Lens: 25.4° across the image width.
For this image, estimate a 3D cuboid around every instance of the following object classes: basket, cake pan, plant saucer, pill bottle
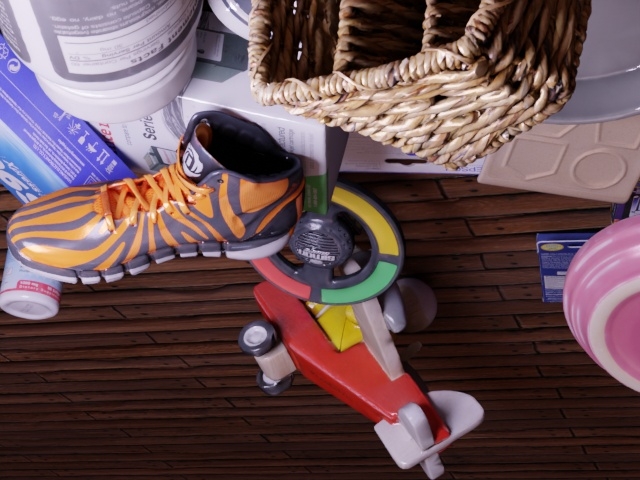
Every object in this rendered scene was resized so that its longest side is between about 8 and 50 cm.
[{"bbox_3d":[0.086,-0.243,1.185,0.223,0.299,0.213,18,152,-28],"label":"basket"},{"bbox_3d":[0.277,-0.220,1.474,0.293,0.054,0.293,1,152,0],"label":"cake pan"},{"bbox_3d":[0.486,0.106,1.892,0.332,0.084,0.332,10,134,11],"label":"plant saucer"},{"bbox_3d":[-0.409,0.027,2.049,0.087,0.160,0.087,4,156,2],"label":"pill bottle"},{"bbox_3d":[-0.214,-0.267,1.306,0.204,0.204,0.361,4,156,2],"label":"pill bottle"}]

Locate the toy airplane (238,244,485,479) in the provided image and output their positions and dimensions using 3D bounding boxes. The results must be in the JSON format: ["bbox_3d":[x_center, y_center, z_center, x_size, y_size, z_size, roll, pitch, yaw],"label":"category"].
[{"bbox_3d":[0.098,0.173,2.154,0.384,0.272,0.386,46,159,-11],"label":"toy airplane"}]

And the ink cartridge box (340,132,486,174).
[{"bbox_3d":[0.098,-0.145,1.711,0.206,0.045,0.208,2,154,9],"label":"ink cartridge box"}]

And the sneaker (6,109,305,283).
[{"bbox_3d":[-0.170,-0.057,1.493,0.321,0.124,0.180,-9,150,-16],"label":"sneaker"}]

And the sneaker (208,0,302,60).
[{"bbox_3d":[0.048,-0.230,1.437,0.321,0.126,0.127,15,142,-39],"label":"sneaker"}]

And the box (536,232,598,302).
[{"bbox_3d":[0.387,0.033,2.068,0.136,0.036,0.225,-1,156,11],"label":"box"}]

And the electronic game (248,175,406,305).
[{"bbox_3d":[0.000,0.000,1.875,0.229,0.048,0.229,9,134,10],"label":"electronic game"}]

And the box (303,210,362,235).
[{"bbox_3d":[-0.028,-0.060,1.937,0.114,0.036,0.207,-5,154,21],"label":"box"}]

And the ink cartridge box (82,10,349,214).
[{"bbox_3d":[-0.118,-0.151,1.593,0.289,0.121,0.211,12,155,7],"label":"ink cartridge box"}]

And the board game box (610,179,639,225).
[{"bbox_3d":[0.466,-0.063,1.827,0.170,0.048,0.141,3,154,6],"label":"board game box"}]

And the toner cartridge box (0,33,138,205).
[{"bbox_3d":[-0.366,-0.152,1.577,0.165,0.075,0.348,9,148,47],"label":"toner cartridge box"}]

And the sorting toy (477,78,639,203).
[{"bbox_3d":[0.304,-0.125,1.696,0.193,0.038,0.208,8,143,-7],"label":"sorting toy"}]
